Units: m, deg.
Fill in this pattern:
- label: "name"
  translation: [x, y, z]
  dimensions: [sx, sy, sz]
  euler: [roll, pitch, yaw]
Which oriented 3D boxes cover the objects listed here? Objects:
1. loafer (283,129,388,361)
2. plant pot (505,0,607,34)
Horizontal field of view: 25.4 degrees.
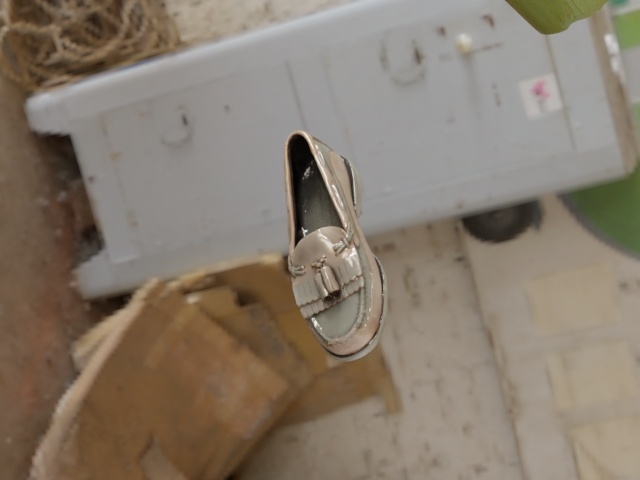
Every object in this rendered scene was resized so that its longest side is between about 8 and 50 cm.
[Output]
- label: "loafer"
  translation: [0.000, 0.000, 0.665]
  dimensions: [0.039, 0.045, 0.125]
  euler: [46, 25, -41]
- label: "plant pot"
  translation: [0.104, -0.144, 0.682]
  dimensions: [0.079, 0.083, 0.083]
  euler: [48, 29, -22]
